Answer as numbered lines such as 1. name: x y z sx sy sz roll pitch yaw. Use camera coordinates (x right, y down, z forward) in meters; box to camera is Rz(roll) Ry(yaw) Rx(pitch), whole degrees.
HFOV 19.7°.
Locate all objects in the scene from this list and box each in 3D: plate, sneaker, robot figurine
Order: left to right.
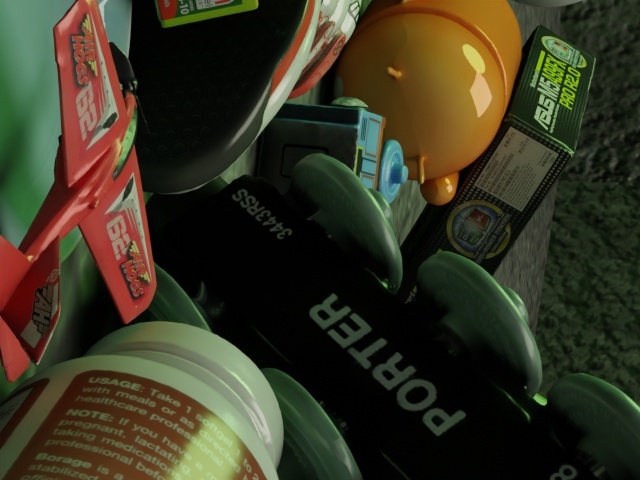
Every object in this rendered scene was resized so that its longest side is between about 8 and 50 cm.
1. plate: -0.107 -0.080 0.678 0.188 0.024 0.188 5 90 -80
2. sneaker: -0.032 -0.097 0.881 0.145 0.090 0.270 77 19 -52
3. robot figurine: 0.077 -0.124 1.342 0.158 0.128 0.219 -59 -177 28

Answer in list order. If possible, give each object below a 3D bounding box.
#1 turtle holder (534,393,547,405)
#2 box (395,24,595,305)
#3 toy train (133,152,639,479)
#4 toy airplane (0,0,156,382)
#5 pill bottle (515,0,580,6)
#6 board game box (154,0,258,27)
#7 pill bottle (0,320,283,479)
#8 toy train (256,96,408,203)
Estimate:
1. turtle holder: 0.063 0.251 1.153 0.227 0.243 0.320 145 -46 -64
2. box: 0.121 -0.020 1.489 0.270 0.060 0.216 -59 -178 28
3. toy train: 0.035 0.101 0.827 0.142 0.334 0.190 -34 143 -21
4. toy airplane: -0.090 -0.010 0.661 0.151 0.028 0.151 4 90 -78
5. pill bottle: 0.194 -0.348 1.610 0.363 0.210 0.210 57 39 -72
6. board game box: -0.063 -0.183 0.728 0.181 0.043 0.092 82 -5 -50
7. pill bottle: -0.081 0.116 0.648 0.216 0.121 0.121 -61 154 -63
8. toy train: 0.000 0.000 1.142 0.105 0.080 0.184 7 90 -70
